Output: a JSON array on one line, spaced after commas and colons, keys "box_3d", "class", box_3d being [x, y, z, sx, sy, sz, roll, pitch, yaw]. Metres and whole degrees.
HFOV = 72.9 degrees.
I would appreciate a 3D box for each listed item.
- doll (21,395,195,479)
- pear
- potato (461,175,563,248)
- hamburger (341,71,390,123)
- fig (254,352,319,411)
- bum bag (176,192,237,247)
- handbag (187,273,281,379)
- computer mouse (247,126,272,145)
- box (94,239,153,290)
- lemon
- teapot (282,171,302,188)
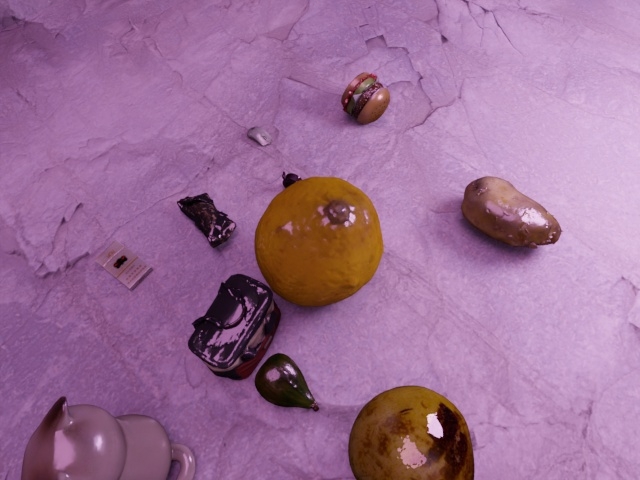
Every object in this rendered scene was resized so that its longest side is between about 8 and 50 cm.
[{"box_3d": [-0.471, 0.475, 0.939, 0.225, 0.370, 0.215, -17, 57, 15], "class": "doll"}, {"box_3d": [0.199, 0.455, 0.931, 0.283, 0.284, 0.284, -2, 61, 3], "class": "pear"}, {"box_3d": [0.552, -0.073, 1.271, 0.296, 0.141, 0.191, 31, 51, 20], "class": "potato"}, {"box_3d": [0.168, -0.493, 1.525, 0.175, 0.175, 0.137, -42, 79, -18], "class": "hamburger"}, {"box_3d": [-0.080, 0.372, 1.092, 0.177, 0.117, 0.117, 38, 69, 4], "class": "fig"}, {"box_3d": [-0.357, -0.075, 1.375, 0.102, 0.069, 0.248, -23, 56, -36], "class": "bum bag"}, {"box_3d": [-0.212, 0.229, 1.130, 0.181, 0.181, 0.255, 23, 66, 16], "class": "handbag"}, {"box_3d": [-0.219, -0.379, 1.555, 0.110, 0.032, 0.056, 37, 70, 21], "class": "computer mouse"}, {"box_3d": [-0.606, 0.074, 1.333, 0.166, 0.024, 0.090, 32, 68, 19], "class": "box"}, {"box_3d": [0.000, 0.000, 1.140, 0.349, 0.387, 0.350, 8, 61, -14], "class": "lemon"}, {"box_3d": [-0.086, -0.191, 1.424, 0.100, 0.067, 0.045, 34, 60, -18], "class": "teapot"}]
